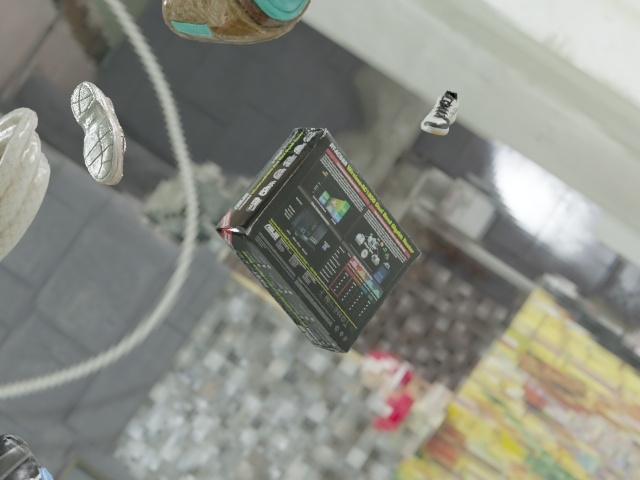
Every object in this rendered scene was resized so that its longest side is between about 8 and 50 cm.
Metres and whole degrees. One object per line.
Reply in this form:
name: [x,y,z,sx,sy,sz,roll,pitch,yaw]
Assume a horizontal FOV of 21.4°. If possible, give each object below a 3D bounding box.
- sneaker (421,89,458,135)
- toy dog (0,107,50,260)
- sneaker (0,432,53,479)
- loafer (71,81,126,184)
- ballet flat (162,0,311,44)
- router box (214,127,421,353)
sneaker: [0.133,-0.142,1.867,0.083,0.032,0.037,-58,-16,-63]
toy dog: [-0.282,-0.035,0.858,0.220,0.161,0.333,-55,27,2]
sneaker: [-0.206,0.135,0.756,0.188,0.078,0.067,-18,-15,2]
loafer: [-0.206,-0.102,1.632,0.045,0.125,0.039,-42,-40,25]
ballet flat: [-0.022,-0.260,1.246,0.124,0.116,0.342,-11,40,40]
router box: [0.000,0.000,1.111,0.038,0.122,0.092,9,54,52]
